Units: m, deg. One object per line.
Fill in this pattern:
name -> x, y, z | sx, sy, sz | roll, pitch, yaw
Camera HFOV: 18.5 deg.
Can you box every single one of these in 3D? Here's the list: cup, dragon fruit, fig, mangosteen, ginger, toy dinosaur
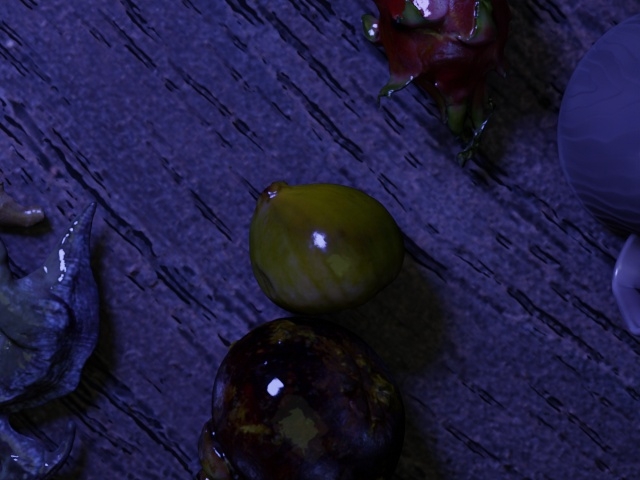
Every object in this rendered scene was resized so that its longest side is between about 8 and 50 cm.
cup -> 0.324, -0.072, 1.768 | 0.208, 0.273, 0.288 | 44, 90, -11
dragon fruit -> 0.112, -0.182, 1.827 | 0.137, 0.135, 0.235 | -2, 112, -8
fig -> 0.004, 0.011, 1.830 | 0.153, 0.136, 0.120 | 7, 112, 21
mangosteen -> -0.031, 0.177, 1.831 | 0.217, 0.192, 0.192 | -35, 96, 32
ginger -> -0.309, -0.035, 1.864 | 0.097, 0.030, 0.048 | 0, 122, 0
toy dinosaur -> -0.294, 0.097, 1.854 | 0.162, 0.077, 0.294 | 13, 108, -8
